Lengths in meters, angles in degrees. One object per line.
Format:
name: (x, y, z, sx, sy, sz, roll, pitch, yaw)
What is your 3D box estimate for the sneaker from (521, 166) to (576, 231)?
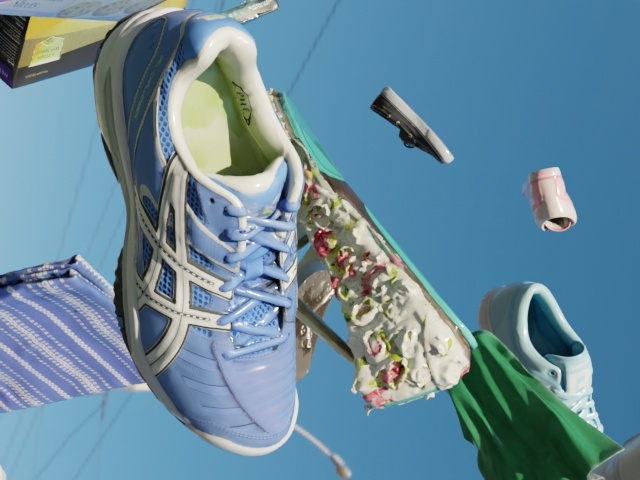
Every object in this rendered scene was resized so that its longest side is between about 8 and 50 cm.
sneaker: (0.270, -0.041, 1.059, 0.051, 0.134, 0.070, -15, -99, 12)

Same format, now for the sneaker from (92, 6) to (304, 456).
sneaker: (-0.047, 0.001, 0.397, 0.081, 0.080, 0.211, 6, -68, 56)

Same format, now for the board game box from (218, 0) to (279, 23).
board game box: (-0.152, -0.292, 1.235, 0.186, 0.126, 0.026, 0, -64, 59)

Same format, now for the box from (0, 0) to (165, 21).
box: (-0.205, -0.224, 0.739, 0.063, 0.067, 0.324, 64, 11, -8)

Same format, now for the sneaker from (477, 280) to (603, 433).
sneaker: (0.376, 0.234, 1.429, 0.366, 0.135, 0.150, 62, -23, 5)

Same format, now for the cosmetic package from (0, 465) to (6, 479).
cosmetic package: (-0.390, 0.288, 0.710, 0.156, 0.217, 0.385, 39, -43, 18)

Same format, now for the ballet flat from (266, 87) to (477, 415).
ballet flat: (0.000, 0.000, 0.534, 0.077, 0.091, 0.241, -37, -127, 4)

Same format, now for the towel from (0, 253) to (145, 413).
towel: (-0.334, 0.122, 0.903, 0.335, 0.243, 0.040, -13, -125, 11)

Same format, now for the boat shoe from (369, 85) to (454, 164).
boat shoe: (0.122, -0.147, 1.200, 0.040, 0.049, 0.142, -44, -113, 11)

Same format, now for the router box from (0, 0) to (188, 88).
router box: (-0.285, -0.348, 1.179, 0.081, 0.309, 0.243, 42, -50, 12)

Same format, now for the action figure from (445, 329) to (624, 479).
action figure: (0.188, 0.171, 0.919, 0.137, 0.063, 0.232, -42, -129, 9)

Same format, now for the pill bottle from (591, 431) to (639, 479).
pill bottle: (0.298, 0.333, 0.974, 0.318, 0.176, 0.176, -54, -140, 39)

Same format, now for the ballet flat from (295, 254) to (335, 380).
ballet flat: (-0.024, 0.125, 1.559, 0.058, 0.084, 0.250, 130, -25, -73)
